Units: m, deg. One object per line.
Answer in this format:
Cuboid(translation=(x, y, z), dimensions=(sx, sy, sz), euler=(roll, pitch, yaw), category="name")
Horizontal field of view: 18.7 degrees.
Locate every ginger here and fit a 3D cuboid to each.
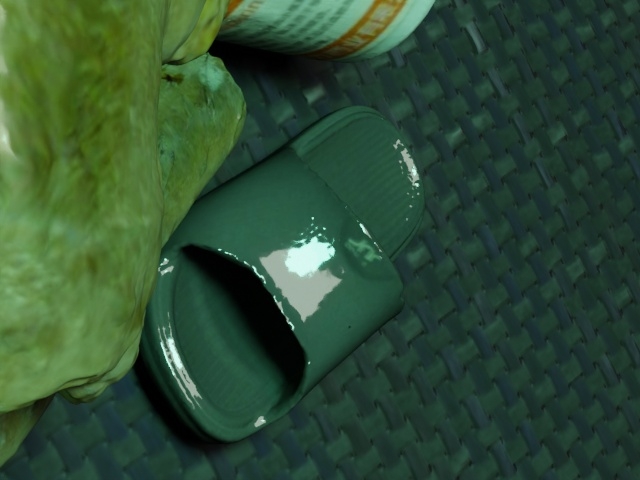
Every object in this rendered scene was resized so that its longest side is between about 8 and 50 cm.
Cuboid(translation=(-0.114, -0.063, 0.775), dimensions=(0.221, 0.130, 0.276), euler=(-32, 117, -55), category="ginger")

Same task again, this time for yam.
Cuboid(translation=(-0.125, 0.021, 0.881), dimensions=(0.071, 0.067, 0.317), euler=(37, 47, -3), category="yam")

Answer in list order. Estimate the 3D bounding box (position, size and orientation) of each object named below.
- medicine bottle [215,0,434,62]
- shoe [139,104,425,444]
Cuboid(translation=(-0.062, -0.172, 0.968), dimensions=(0.252, 0.144, 0.144), euler=(8, 68, -40), category="medicine bottle")
Cuboid(translation=(0.000, 0.000, 0.993), dimensions=(0.108, 0.093, 0.241), euler=(57, 43, -13), category="shoe")
